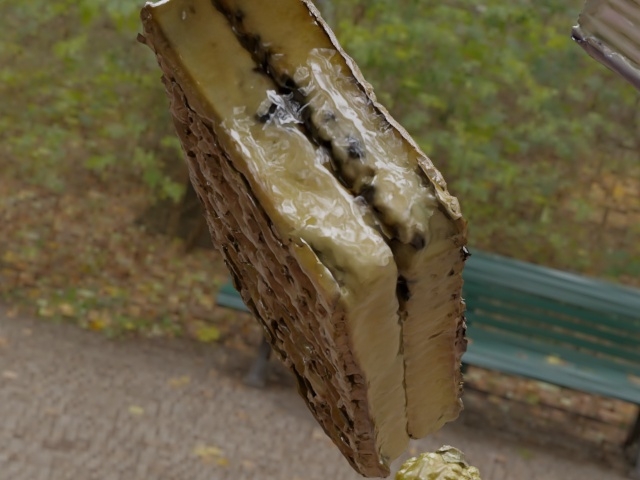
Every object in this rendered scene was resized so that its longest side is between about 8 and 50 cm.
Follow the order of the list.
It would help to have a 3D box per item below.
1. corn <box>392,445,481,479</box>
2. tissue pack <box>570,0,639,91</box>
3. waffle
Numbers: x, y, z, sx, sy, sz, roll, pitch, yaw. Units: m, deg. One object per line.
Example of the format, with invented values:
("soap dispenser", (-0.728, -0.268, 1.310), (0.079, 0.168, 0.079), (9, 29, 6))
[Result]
("corn", (0.089, 0.398, 1.591), (0.120, 0.363, 0.120), (18, -23, 8))
("tissue pack", (0.388, -0.114, 1.073), (0.343, 0.125, 0.242), (42, 35, 23))
("waffle", (-0.001, 0.001, 0.842), (0.213, 0.091, 0.308), (56, -9, 25))
